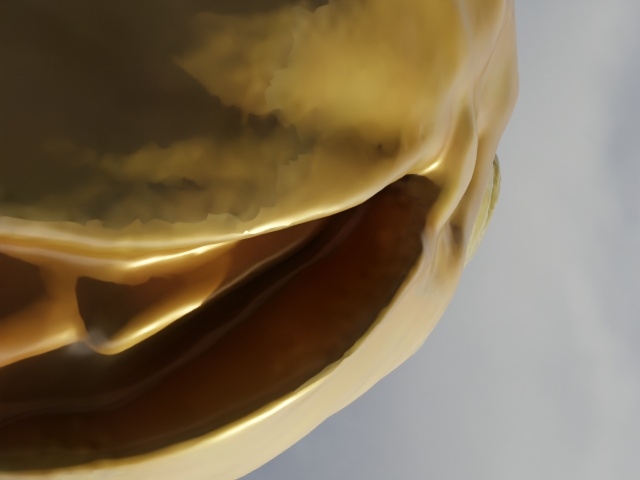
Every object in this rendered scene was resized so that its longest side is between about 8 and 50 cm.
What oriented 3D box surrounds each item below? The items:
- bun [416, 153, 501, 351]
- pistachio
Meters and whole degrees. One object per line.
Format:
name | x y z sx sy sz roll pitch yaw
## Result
bun | 0.000 0.000 0.823 0.133 0.231 0.231 45 -132 -15
pistachio | -0.080 -0.039 0.487 0.309 0.230 0.230 -4 -104 -17
